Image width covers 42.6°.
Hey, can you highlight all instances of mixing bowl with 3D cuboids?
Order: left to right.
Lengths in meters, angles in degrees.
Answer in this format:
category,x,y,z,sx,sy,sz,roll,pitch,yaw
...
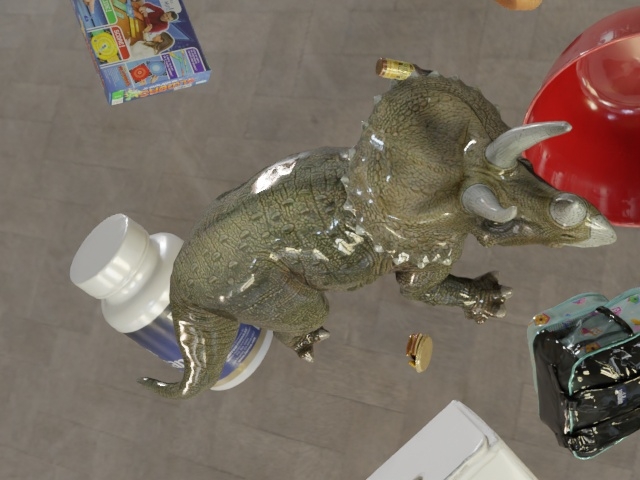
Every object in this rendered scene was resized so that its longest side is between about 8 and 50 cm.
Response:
category,x,y,z,sx,sy,sz,roll,pitch,yaw
mixing bowl,0.243,-0.106,0.614,0.182,0.181,0.098,-11,44,25

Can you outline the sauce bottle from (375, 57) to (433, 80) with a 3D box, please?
category,x,y,z,sx,sy,sz,roll,pitch,yaw
sauce bottle,0.183,-0.364,1.766,0.042,0.128,0.042,-177,90,-70

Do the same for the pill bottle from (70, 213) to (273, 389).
category,x,y,z,sx,sy,sz,roll,pitch,yaw
pill bottle,-0.128,0.052,0.711,0.094,0.169,0.094,-29,38,26

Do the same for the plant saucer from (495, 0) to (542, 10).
category,x,y,z,sx,sy,sz,roll,pitch,yaw
plant saucer,0.273,-0.440,1.315,0.037,0.200,0.200,-43,62,5

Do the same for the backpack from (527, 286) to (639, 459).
category,x,y,z,sx,sy,sz,roll,pitch,yaw
backpack,0.344,0.144,0.967,0.188,0.165,0.144,-19,29,-6

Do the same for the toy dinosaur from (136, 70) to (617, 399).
category,x,y,z,sx,sy,sz,roll,pitch,yaw
toy dinosaur,0.000,0.000,0.441,0.314,0.160,0.121,-17,59,29

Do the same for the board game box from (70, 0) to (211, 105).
category,x,y,z,sx,sy,sz,roll,pitch,yaw
board game box,-0.241,-0.285,1.067,0.136,0.035,0.201,-17,78,-20

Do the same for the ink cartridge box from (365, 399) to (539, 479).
category,x,y,z,sx,sy,sz,roll,pitch,yaw
ink cartridge box,0.117,0.247,0.575,0.158,0.092,0.218,-42,102,-2

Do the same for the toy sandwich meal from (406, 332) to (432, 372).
category,x,y,z,sx,sy,sz,roll,pitch,yaw
toy sandwich meal,0.193,0.218,1.604,0.029,0.085,0.085,9,82,27
